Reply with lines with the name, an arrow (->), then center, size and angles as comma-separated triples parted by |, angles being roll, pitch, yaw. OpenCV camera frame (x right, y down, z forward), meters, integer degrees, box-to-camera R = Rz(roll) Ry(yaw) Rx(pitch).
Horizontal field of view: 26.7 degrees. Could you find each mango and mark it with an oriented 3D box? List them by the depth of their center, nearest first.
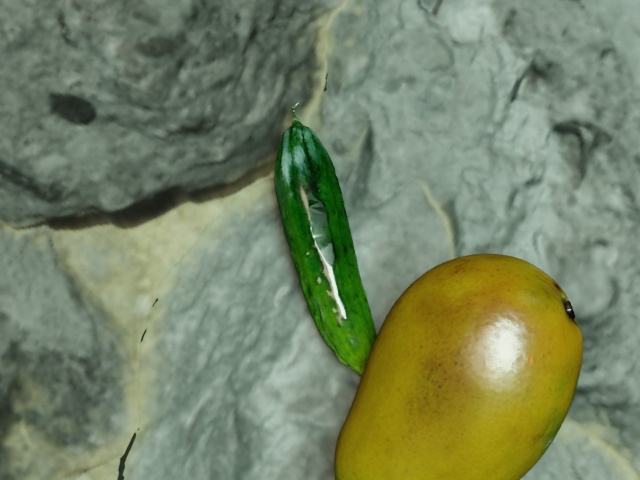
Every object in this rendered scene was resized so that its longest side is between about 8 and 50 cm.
mango -> 0.076, 0.085, 0.730 | 0.111, 0.089, 0.163 | 22, 97, 22

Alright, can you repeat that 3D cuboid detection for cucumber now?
cucumber -> 0.000, 0.000, 0.776 | 0.039, 0.039, 0.168 | -16, 83, 7
